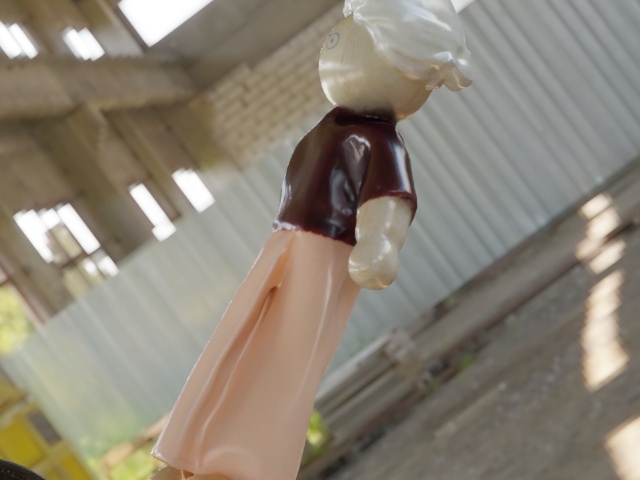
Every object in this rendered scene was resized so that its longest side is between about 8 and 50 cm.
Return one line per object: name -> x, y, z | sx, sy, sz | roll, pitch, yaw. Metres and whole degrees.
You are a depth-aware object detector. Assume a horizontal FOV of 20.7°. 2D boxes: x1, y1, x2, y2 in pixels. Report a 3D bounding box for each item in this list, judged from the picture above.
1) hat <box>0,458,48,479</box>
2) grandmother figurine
hat -> -0.302, 0.301, 1.329 | 0.331, 0.331, 0.134 | -37, 36, 32
grandmother figurine -> 0.000, 0.000, 1.014 | 0.208, 0.104, 0.342 | 4, 73, 63
